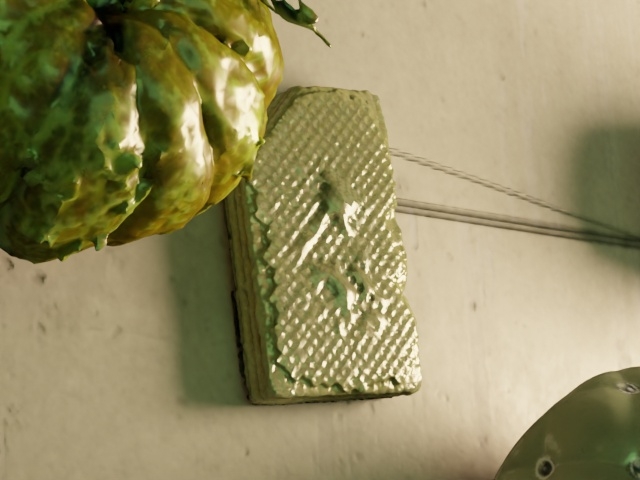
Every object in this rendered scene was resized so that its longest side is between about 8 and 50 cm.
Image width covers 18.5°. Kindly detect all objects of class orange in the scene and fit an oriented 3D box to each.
[{"bbox_3d":[-0.176,-0.118,1.323,0.300,0.223,0.301,38,54,-2],"label":"orange"}]

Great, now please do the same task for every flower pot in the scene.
[{"bbox_3d":[0.246,0.217,1.507,0.246,0.246,0.195,-26,58,-39],"label":"flower pot"}]

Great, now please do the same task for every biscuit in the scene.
[{"bbox_3d":[0.000,0.000,1.517,0.150,0.052,0.252,3,73,-35],"label":"biscuit"}]
